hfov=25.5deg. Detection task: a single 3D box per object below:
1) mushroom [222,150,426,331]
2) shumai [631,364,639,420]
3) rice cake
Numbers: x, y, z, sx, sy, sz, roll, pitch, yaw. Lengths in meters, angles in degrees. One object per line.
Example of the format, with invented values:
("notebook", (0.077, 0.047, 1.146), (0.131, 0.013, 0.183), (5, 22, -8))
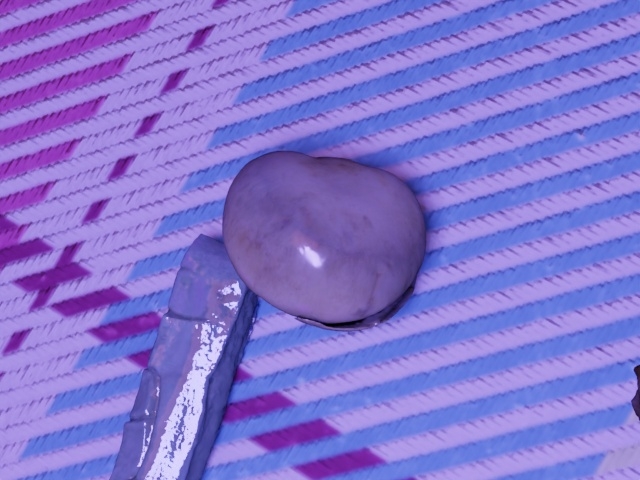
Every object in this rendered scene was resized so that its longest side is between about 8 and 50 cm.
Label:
("mushroom", (0.000, 0.000, 1.035), (0.154, 0.122, 0.154), (10, 45, -10))
("shumai", (0.330, 0.062, 0.892), (0.267, 0.262, 0.314), (4, 123, 8))
("rice cake", (-0.118, 0.161, 1.067), (0.066, 0.063, 0.336), (15, 82, 12))
